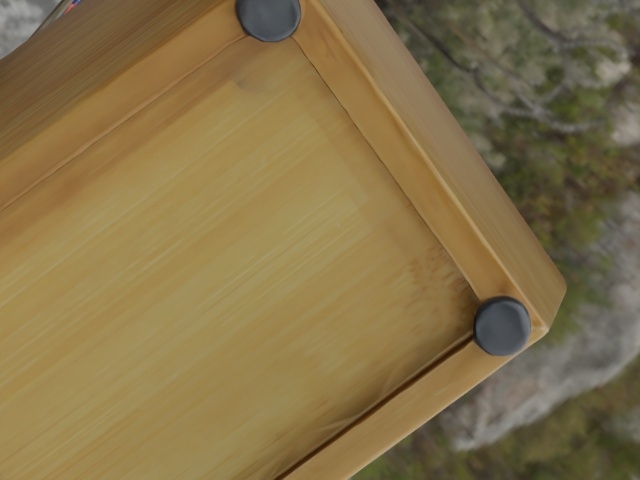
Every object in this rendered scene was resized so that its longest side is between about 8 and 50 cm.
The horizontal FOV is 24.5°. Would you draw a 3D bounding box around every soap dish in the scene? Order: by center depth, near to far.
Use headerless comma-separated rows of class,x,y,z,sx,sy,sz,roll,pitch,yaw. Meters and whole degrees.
soap dish,-0.066,0.024,0.605,0.291,0.118,0.229,-36,107,1

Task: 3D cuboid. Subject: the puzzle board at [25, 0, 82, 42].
puzzle board,-0.088,-0.102,0.682,0.128,0.011,0.096,-46,161,15
